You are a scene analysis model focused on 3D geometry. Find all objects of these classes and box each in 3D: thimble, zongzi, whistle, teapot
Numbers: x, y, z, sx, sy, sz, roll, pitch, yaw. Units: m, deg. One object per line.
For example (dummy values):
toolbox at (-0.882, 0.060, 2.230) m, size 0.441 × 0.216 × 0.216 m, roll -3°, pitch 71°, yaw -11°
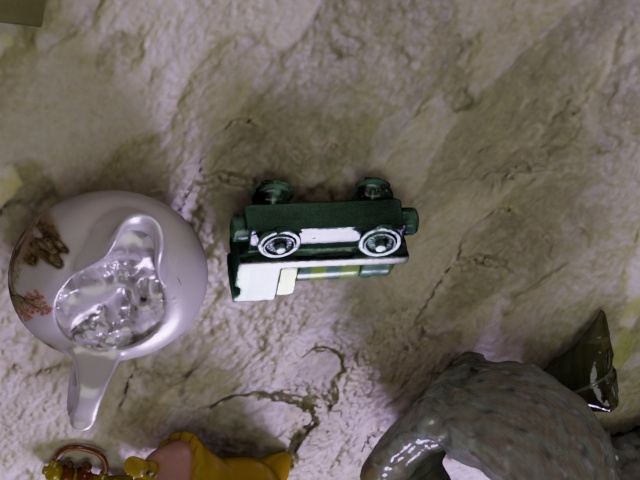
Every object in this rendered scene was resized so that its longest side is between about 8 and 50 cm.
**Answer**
thimble at (0.188, 0.287, 1.711) m, size 0.291 × 0.195 × 0.291 m, roll 12°, pitch 115°, yaw 25°
zongzi at (0.276, 0.149, 1.784) m, size 0.154 × 0.062 × 0.130 m, roll -6°, pitch 112°, yaw 15°
whistle at (-0.278, 0.284, 1.785) m, size 0.109 × 0.046 × 0.057 m, roll 23°, pitch 138°, yaw -21°
teapot at (-0.219, 0.054, 1.531) m, size 0.204 × 0.139 × 0.298 m, roll 3°, pitch 130°, yaw -17°

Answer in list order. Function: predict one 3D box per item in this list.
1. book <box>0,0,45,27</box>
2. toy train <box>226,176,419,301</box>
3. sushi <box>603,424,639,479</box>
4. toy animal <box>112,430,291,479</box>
book at (-0.332, -0.269, 1.307) m, size 0.192 × 0.013 × 0.168 m, roll 5°, pitch 130°, yaw -15°
toy train at (0.000, 0.001, 1.571) m, size 0.200 × 0.083 × 0.132 m, roll 0°, pitch 142°, yaw -11°
sushi at (0.405, 0.339, 1.888) m, size 0.343 × 0.196 × 0.182 m, roll -16°, pitch 151°, yaw 10°
toy animal at (-0.144, 0.306, 1.773) m, size 0.230 × 0.156 × 0.156 m, roll 22°, pitch 124°, yaw -39°
